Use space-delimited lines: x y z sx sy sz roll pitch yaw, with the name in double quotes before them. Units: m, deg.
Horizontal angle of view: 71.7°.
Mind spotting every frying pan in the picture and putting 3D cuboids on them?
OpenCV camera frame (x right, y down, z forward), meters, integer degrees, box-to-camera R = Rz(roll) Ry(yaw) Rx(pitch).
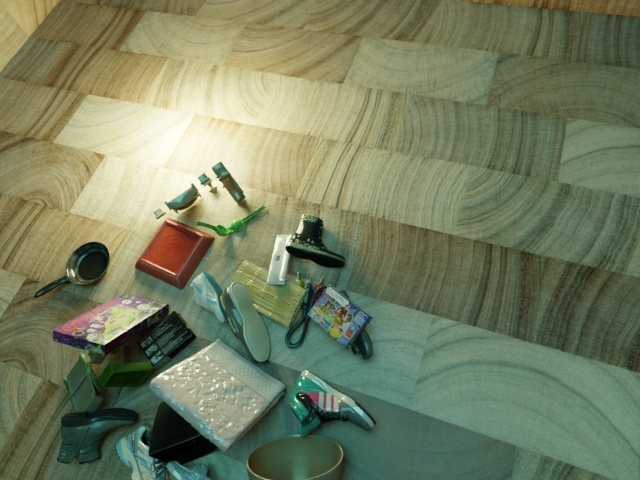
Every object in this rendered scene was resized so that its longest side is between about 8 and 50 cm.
"frying pan" -1.002 0.149 1.839 0.197 0.053 0.326 27 73 20

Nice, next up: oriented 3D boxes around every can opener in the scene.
"can opener" 0.119 0.292 1.566 0.074 0.093 0.280 -4 51 -34

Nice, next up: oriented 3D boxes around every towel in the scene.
"towel" -0.326 0.486 1.455 0.332 0.053 0.317 29 30 21

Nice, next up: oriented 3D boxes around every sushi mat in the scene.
"sushi mat" -0.207 0.195 1.670 0.317 0.019 0.151 23 80 28

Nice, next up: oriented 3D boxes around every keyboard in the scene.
"keyboard" -0.155 0.070 1.724 0.072 0.014 0.256 -5 45 13

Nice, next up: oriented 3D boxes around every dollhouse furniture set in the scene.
"dollhouse furniture set" -0.500 -0.144 1.812 0.355 0.303 0.173 -37 101 -8
"dollhouse furniture set" -0.783 0.492 1.622 0.301 0.151 0.197 -50 56 17

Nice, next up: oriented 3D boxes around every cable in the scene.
"cable" -0.046 0.261 1.643 0.140 0.072 0.287 13 78 -3

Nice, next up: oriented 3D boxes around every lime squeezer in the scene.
"lime squeezer" -0.371 -0.075 1.827 0.310 0.110 0.059 -18 39 -34

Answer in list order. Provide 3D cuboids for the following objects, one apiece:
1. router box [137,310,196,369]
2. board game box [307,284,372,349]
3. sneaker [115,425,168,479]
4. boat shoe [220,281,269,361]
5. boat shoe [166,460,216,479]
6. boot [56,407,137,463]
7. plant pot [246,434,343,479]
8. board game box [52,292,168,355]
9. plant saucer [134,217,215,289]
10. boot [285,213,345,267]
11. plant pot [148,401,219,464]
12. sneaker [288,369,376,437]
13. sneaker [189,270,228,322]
"router box" -0.577 0.371 1.662 0.179 0.046 0.133 -40 65 -11
"board game box" 0.064 0.261 1.536 0.201 0.035 0.136 36 87 38
"sneaker" -0.552 0.732 1.445 0.122 0.110 0.283 -41 65 -15
"boat shoe" -0.278 0.305 1.618 0.091 0.109 0.305 -33 73 32
"boat shoe" -0.381 0.757 1.411 0.227 0.079 0.081 33 62 4
"boot" -0.764 0.673 1.525 0.247 0.083 0.161 1 90 -17
"plant pot" -0.070 0.725 1.304 0.284 0.284 0.190 -3 90 8
"board game box" -0.736 0.289 1.593 0.208 0.347 0.056 7 106 15
"plant saucer" -0.611 0.040 1.833 0.258 0.047 0.259 21 70 18
"boot" -0.001 -0.001 1.734 0.236 0.085 0.178 17 56 4
"plant pot" -0.438 0.608 1.454 0.187 0.188 0.167 -21 52 -1
"sneaker" 0.013 0.563 1.419 0.296 0.123 0.178 25 61 28
"sneaker" -0.417 0.230 1.694 0.092 0.087 0.228 -41 62 6
